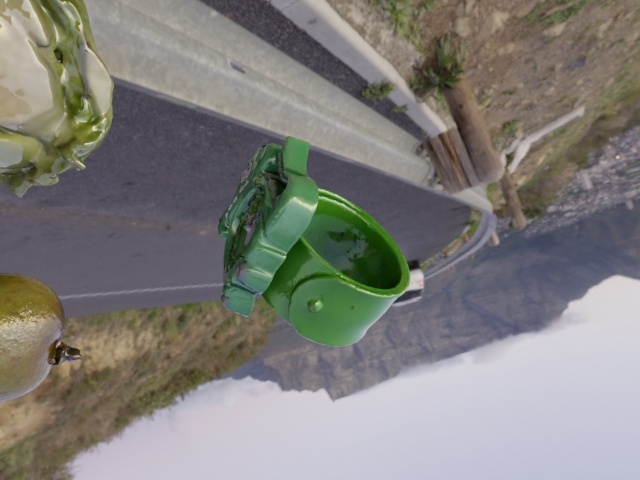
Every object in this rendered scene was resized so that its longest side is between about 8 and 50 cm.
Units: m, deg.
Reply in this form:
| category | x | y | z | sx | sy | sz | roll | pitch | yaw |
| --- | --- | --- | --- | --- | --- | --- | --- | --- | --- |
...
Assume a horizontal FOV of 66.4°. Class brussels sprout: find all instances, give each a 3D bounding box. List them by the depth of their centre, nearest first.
| category | x | y | z | sx | sy | sz | roll | pitch | yaw |
| --- | --- | --- | --- | --- | --- | --- | --- | --- | --- |
| brussels sprout | -0.520 | -0.269 | 0.685 | 0.361 | 0.425 | 0.342 | 18 | -122 | 40 |

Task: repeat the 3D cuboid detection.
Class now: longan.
| category | x | y | z | sx | sy | sz | roll | pitch | yaw |
| --- | --- | --- | --- | --- | --- | --- | --- | --- | --- |
| longan | -0.385 | 0.121 | 0.606 | 0.176 | 0.145 | 0.154 | 16 | 132 | -26 |

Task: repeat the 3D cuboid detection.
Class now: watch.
| category | x | y | z | sx | sy | sz | roll | pitch | yaw |
| --- | --- | --- | --- | --- | --- | --- | --- | --- | --- |
| watch | 0.000 | 0.000 | 0.431 | 0.152 | 0.165 | 0.131 | 22 | 120 | -22 |
